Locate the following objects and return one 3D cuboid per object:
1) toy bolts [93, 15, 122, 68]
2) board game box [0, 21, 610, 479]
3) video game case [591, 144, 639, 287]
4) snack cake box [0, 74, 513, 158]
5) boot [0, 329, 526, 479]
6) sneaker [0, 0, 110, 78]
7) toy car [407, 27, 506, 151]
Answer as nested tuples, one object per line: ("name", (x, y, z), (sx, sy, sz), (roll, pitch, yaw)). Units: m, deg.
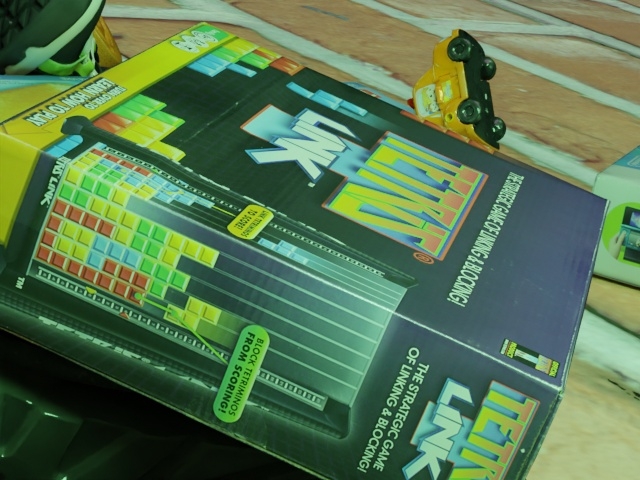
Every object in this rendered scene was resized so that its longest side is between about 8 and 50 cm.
("toy bolts", (-0.261, -0.179, 1.146), (0.218, 0.158, 0.228), (61, 4, 25))
("board game box", (0.000, 0.000, 0.460), (0.141, 0.048, 0.170), (23, 19, 5))
("video game case", (0.305, -0.005, 1.031), (0.244, 0.061, 0.269), (17, 18, 18))
("snack cake box", (-0.050, -0.015, 0.803), (0.264, 0.089, 0.152), (-2, 20, -36))
("boot", (-0.106, 0.030, 0.538), (0.348, 0.131, 0.260), (17, 22, -16))
("sneaker", (-0.139, -0.100, 0.893), (0.097, 0.084, 0.235), (8, -18, -26))
("toy car", (0.046, -0.064, 0.780), (0.041, 0.060, 0.122), (-16, -2, 25))
